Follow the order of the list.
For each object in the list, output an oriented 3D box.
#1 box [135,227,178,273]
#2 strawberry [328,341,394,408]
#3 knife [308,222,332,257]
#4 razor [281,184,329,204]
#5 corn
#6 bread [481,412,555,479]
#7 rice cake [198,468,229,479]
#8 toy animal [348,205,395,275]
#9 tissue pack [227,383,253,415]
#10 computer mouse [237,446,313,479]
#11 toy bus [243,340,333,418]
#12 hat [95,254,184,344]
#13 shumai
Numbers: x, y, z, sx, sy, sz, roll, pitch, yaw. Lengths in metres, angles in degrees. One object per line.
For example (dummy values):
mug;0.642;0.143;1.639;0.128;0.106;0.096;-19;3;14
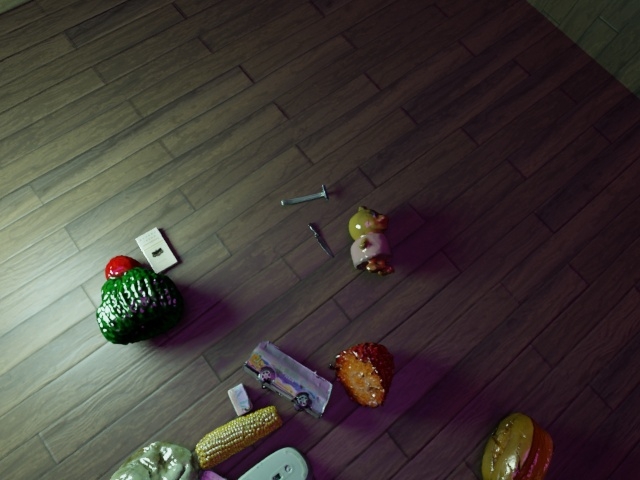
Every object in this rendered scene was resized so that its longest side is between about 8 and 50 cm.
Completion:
box;-0.622;0.039;1.630;0.090;0.024;0.166;-32;77;-14
strawberry;0.171;0.450;1.496;0.178;0.234;0.233;-25;73;-41
knife;0.000;0.000;1.700;0.023;0.010;0.170;-32;78;-14
razor;-0.064;-0.170;1.740;0.191;0.037;0.068;-15;77;-7
corn;-0.277;0.642;1.410;0.311;0.101;0.101;-27;75;-13
bread;0.641;0.706;1.412;0.143;0.195;0.269;32;74;-4
rice cake;-0.233;0.836;1.368;0.365;0.056;0.072;24;64;4
toy animal;0.190;-0.004;1.645;0.169;0.195;0.280;-13;72;33
tissue pack;-0.271;0.542;1.459;0.059;0.074;0.094;-24;77;-15
computer mouse;-0.155;0.776;1.348;0.289;0.097;0.159;-28;56;-33
toy bus;-0.108;0.481;1.480;0.317;0.112;0.138;31;61;5
hat;-0.648;0.171;1.485;0.274;0.242;0.332;-22;61;-24
shumai;-0.518;0.774;1.242;0.309;0.263;0.304;34;85;15
